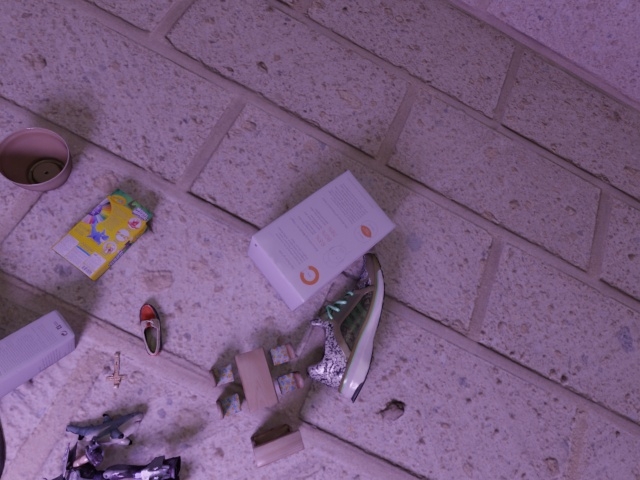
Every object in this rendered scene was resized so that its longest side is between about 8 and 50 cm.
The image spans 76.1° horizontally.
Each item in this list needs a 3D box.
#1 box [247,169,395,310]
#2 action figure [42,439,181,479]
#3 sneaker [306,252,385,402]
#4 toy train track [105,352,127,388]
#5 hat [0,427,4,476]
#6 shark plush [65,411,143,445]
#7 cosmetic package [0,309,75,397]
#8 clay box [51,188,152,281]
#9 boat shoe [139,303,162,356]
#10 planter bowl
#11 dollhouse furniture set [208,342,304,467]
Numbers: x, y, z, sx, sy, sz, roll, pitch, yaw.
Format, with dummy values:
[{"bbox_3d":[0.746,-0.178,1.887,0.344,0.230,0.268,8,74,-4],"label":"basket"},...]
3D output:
[{"bbox_3d":[0.000,0.000,1.145,0.345,0.168,0.215,-37,84,-23],"label":"box"},{"bbox_3d":[-0.454,0.522,0.883,0.284,0.099,0.186,1,95,-10],"label":"action figure"},{"bbox_3d":[0.065,0.210,1.112,0.181,0.158,0.411,14,65,3],"label":"sneaker"},{"bbox_3d":[-0.497,0.317,0.994,0.048,0.014,0.084,-2,72,-15],"label":"toy train track"},{"bbox_3d":[-0.784,0.430,0.772,0.331,0.134,0.332,21,53,-30],"label":"hat"},{"bbox_3d":[-0.498,0.436,0.950,0.161,0.073,0.067,-7,52,5],"label":"shark plush"},{"bbox_3d":[-0.663,0.262,0.882,0.085,0.117,0.231,48,48,6],"label":"cosmetic package"},{"bbox_3d":[-0.560,-0.018,1.071,0.127,0.053,0.222,37,66,0],"label":"clay box"},{"bbox_3d":[-0.428,0.223,1.028,0.049,0.043,0.137,-12,74,-16],"label":"boat shoe"},{"bbox_3d":[-0.723,-0.194,1.058,0.161,0.109,0.162,4,71,-13],"label":"planter bowl"},{"bbox_3d":[-0.138,0.385,0.982,0.211,0.161,0.242,-14,76,-18],"label":"dollhouse furniture set"}]
